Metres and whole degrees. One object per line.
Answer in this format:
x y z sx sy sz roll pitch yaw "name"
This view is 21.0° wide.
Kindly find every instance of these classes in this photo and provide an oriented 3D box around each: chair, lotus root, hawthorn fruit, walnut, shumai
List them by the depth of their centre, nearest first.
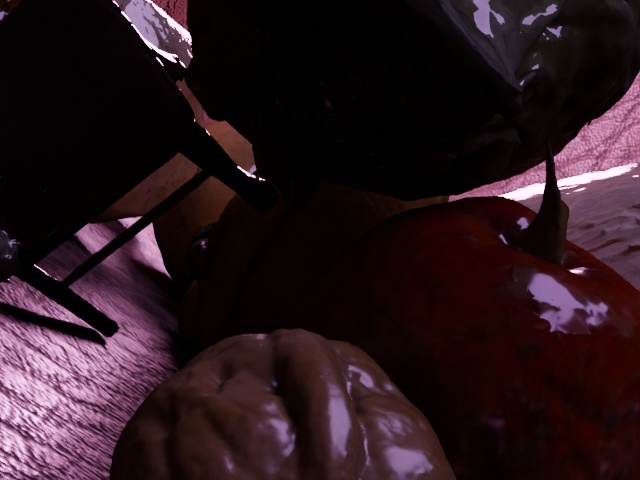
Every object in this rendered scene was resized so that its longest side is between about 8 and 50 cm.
-0.017 0.115 0.758 0.167 0.149 0.166 12 30 -7 "walnut"
-0.184 -0.070 1.049 0.160 0.186 0.319 55 9 28 "chair"
0.072 -0.148 1.052 0.330 0.292 0.288 15 -3 -10 "shumai"
0.095 0.107 1.073 0.258 0.262 0.258 44 -10 10 "hawthorn fruit"
-0.072 -0.012 1.579 0.183 0.183 0.310 38 16 -8 "lotus root"

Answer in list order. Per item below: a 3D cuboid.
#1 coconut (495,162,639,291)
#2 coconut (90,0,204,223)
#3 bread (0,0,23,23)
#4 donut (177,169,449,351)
0.203 0.119 1.339 0.346 0.360 0.346 -12 90 -80 "coconut"
-0.199 -0.126 1.467 0.237 0.197 0.237 35 3 -2 "coconut"
-0.324 -0.217 1.297 0.247 0.135 0.232 26 43 0 "bread"
0.000 0.000 1.312 0.128 0.208 0.261 38 -28 3 "donut"
